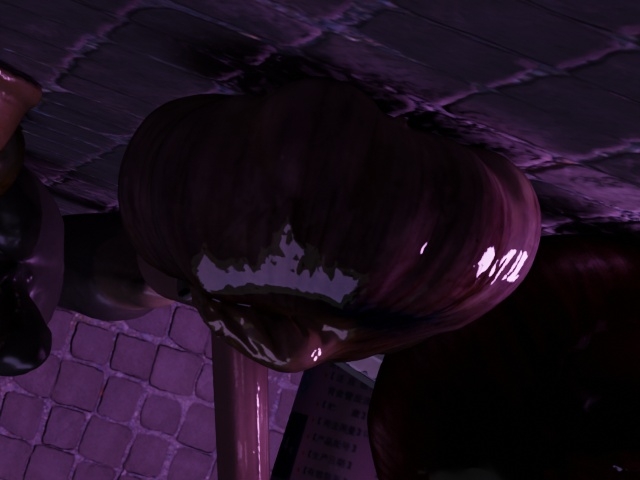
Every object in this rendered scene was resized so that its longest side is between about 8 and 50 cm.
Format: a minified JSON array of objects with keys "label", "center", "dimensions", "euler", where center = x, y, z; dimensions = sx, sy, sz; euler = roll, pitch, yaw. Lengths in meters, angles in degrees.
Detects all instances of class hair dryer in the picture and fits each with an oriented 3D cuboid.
[{"label":"hair dryer","center":[-0.082,0.132,1.647],"dimensions":[0.106,0.344,0.189],"euler":[-5,-172,-34]}]

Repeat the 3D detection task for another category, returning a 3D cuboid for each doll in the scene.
[{"label":"doll","center":[-0.314,0.005,1.994],"dimensions":[0.378,0.252,0.382],"euler":[-14,-167,-26]}]

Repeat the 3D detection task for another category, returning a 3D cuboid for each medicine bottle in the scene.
[{"label":"medicine bottle","center":[0.054,0.147,1.706],"dimensions":[0.152,0.254,0.152],"euler":[17,173,2]}]

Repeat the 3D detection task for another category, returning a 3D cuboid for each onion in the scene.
[{"label":"onion","center":[0.177,0.128,1.185],"dimensions":[0.273,0.273,0.285],"euler":[22,-166,-26]}]

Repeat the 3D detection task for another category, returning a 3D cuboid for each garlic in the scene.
[{"label":"garlic","center":[0.000,0.000,1.058],"dimensions":[0.245,0.161,0.245],"euler":[9,170,2]}]

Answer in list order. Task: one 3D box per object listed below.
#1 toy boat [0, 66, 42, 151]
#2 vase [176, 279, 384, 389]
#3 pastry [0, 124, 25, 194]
[{"label":"toy boat","center":[-0.297,-0.116,1.341],"dimensions":[0.188,0.061,0.116],"euler":[21,173,-24]},{"label":"vase","center":[0.068,0.065,1.489],"dimensions":[0.360,0.165,0.165],"euler":[24,172,-16]},{"label":"pastry","center":[-0.327,-0.089,1.571],"dimensions":[0.153,0.081,0.153],"euler":[17,-176,-1]}]
